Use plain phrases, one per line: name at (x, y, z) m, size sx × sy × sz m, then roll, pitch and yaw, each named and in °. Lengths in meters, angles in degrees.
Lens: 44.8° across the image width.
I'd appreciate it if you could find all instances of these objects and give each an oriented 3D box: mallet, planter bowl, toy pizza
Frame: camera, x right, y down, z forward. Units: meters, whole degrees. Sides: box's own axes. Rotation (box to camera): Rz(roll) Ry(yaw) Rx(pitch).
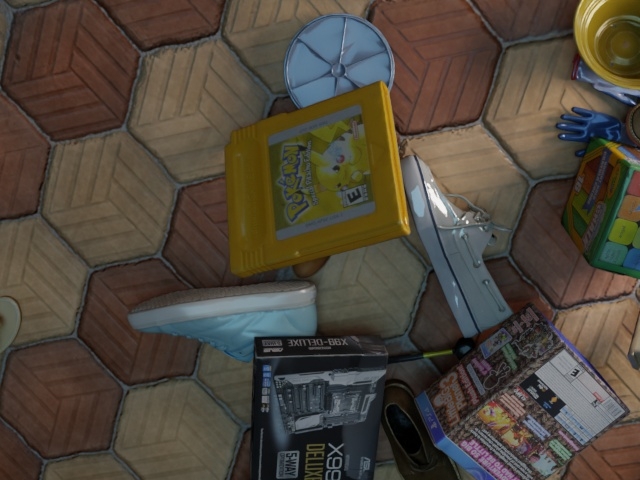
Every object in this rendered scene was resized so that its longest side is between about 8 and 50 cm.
mallet at (0.210, 0.220, 1.514) m, size 0.190 × 0.062 × 0.039 m, roll -10°, pitch 96°, yaw 21°
planter bowl at (0.534, -0.349, 1.330) m, size 0.217 × 0.090 × 0.217 m, roll -1°, pitch 83°, yaw 5°
toy pizza at (0.034, -0.310, 1.416) m, size 0.201 × 0.032 × 0.201 m, roll 1°, pitch 101°, yaw 3°

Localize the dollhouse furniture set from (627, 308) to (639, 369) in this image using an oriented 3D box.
dollhouse furniture set at (0.721, 0.266, 1.451) m, size 0.174 × 0.303 × 0.355 m, roll 0°, pitch 137°, yaw 40°

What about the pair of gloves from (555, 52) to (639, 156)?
pair of gloves at (0.516, -0.243, 1.400) m, size 0.159 × 0.023 × 0.198 m, roll 12°, pitch 101°, yaw 3°

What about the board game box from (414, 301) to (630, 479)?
board game box at (0.367, 0.304, 1.430) m, size 0.291 × 0.141 × 0.232 m, roll -42°, pitch 114°, yaw 10°

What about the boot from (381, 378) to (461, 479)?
boot at (0.192, 0.427, 1.514) m, size 0.112 × 0.115 × 0.305 m, roll -27°, pitch 100°, yaw 6°

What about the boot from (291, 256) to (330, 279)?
boot at (0.000, 0.000, 1.419) m, size 0.073 × 0.152 × 0.197 m, roll 30°, pitch 102°, yaw -3°

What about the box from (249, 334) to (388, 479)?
box at (-0.010, 0.328, 1.473) m, size 0.243 × 0.076 × 0.307 m, roll 1°, pitch 114°, yaw -9°

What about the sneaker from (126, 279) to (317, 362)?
sneaker at (-0.184, 0.169, 1.477) m, size 0.366 × 0.135 × 0.150 m, roll -5°, pitch 98°, yaw 6°

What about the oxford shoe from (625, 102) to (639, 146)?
oxford shoe at (0.708, -0.215, 1.325) m, size 0.348 × 0.130 × 0.123 m, roll -3°, pitch 85°, yaw 1°

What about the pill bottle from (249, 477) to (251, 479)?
pill bottle at (-0.060, 0.555, 1.544) m, size 0.219 × 0.123 × 0.122 m, roll 36°, pitch 102°, yaw 9°

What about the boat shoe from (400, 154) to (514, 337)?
boat shoe at (0.267, -0.005, 1.410) m, size 0.157 × 0.136 × 0.367 m, roll -23°, pitch 102°, yaw 8°

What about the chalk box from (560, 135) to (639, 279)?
chalk box at (0.540, -0.041, 1.291) m, size 0.179 × 0.289 × 0.180 m, roll 15°, pitch 109°, yaw 0°

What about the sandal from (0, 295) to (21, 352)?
sandal at (-0.694, 0.217, 1.551) m, size 0.088 × 0.079 × 0.240 m, roll 44°, pitch 101°, yaw -5°

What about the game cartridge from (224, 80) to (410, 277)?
game cartridge at (-0.019, -0.105, 1.347) m, size 0.324 × 0.053 × 0.285 m, roll -15°, pitch 65°, yaw 20°
